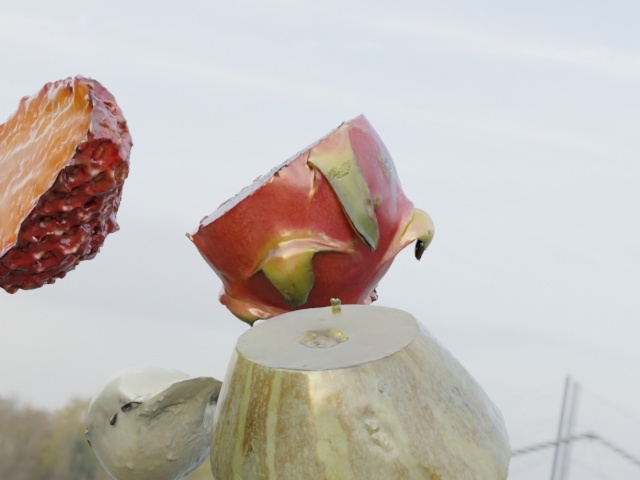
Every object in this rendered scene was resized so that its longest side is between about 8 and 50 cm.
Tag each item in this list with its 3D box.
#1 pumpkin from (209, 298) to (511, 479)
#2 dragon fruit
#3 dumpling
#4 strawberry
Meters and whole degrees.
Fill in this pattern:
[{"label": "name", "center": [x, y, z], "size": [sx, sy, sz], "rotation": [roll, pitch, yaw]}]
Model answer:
[{"label": "pumpkin", "center": [0.022, 0.108, 1.002], "size": [0.218, 0.110, 0.217], "rotation": [-7, 30, 4]}, {"label": "dragon fruit", "center": [0.000, 0.000, 1.816], "size": [0.225, 0.305, 0.305], "rotation": [57, -18, -4]}, {"label": "dumpling", "center": [-0.194, 0.244, 1.917], "size": [0.227, 0.175, 0.243], "rotation": [-10, 10, -25]}, {"label": "strawberry", "center": [-0.209, -0.043, 1.212], "size": [0.111, 0.190, 0.236], "rotation": [25, -33, -29]}]
